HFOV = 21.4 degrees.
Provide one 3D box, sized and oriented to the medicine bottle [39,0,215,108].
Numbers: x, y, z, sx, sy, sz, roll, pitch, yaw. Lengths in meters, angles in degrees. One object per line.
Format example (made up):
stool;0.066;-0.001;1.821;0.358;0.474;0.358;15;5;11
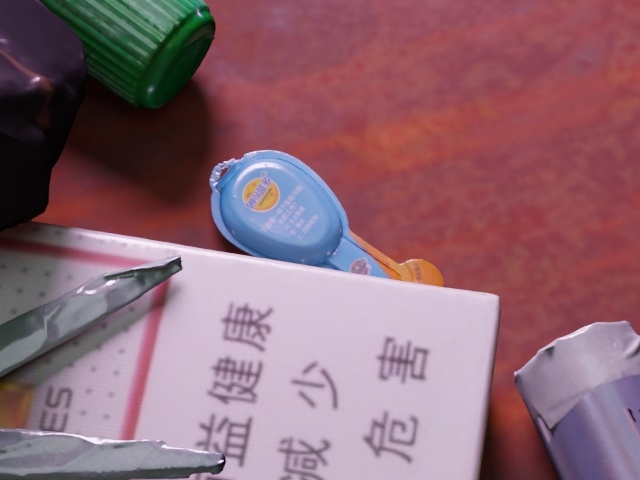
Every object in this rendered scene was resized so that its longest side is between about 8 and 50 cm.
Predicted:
medicine bottle;-0.179;-0.163;0.731;0.309;0.076;0.111;35;28;8

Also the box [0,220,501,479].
box;-0.112;0.102;0.620;0.330;0.095;0.210;9;67;3

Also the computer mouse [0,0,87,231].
computer mouse;-0.236;-0.088;0.635;0.323;0.183;0.116;15;112;20

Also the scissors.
scissors;-0.161;0.067;0.578;0.248;0.017;0.144;-13;68;-6

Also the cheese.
cheese;0.000;0.000;0.703;0.111;0.017;0.047;35;75;13

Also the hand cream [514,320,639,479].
hand cream;0.150;0.150;0.628;0.079;0.048;0.255;-23;72;-4
